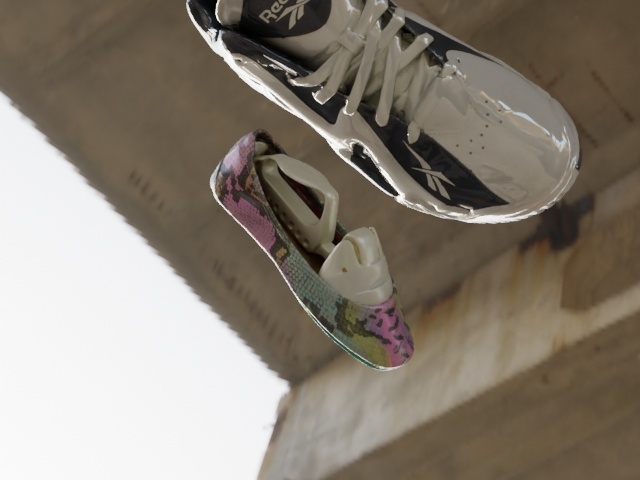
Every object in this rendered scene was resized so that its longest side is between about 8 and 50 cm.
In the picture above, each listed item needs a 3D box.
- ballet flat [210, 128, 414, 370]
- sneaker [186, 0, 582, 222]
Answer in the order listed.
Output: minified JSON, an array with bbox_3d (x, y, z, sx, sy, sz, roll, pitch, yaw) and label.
[{"bbox_3d":[0.000,0.000,1.171,0.221,0.077,0.079,49,-50,21],"label":"ballet flat"},{"bbox_3d":[0.016,-0.096,0.780,0.235,0.153,0.094,40,-86,29],"label":"sneaker"}]
